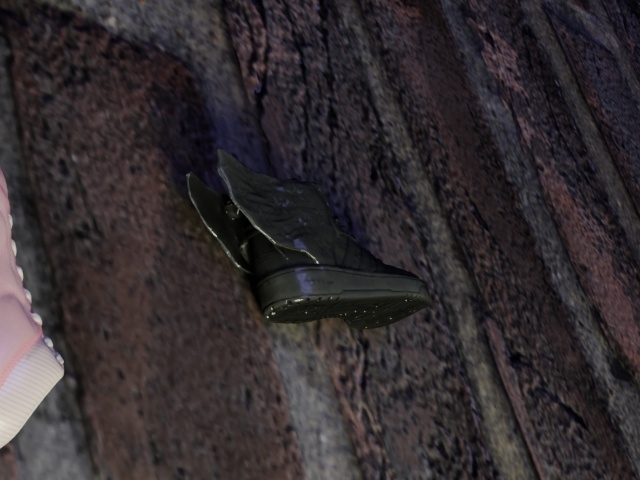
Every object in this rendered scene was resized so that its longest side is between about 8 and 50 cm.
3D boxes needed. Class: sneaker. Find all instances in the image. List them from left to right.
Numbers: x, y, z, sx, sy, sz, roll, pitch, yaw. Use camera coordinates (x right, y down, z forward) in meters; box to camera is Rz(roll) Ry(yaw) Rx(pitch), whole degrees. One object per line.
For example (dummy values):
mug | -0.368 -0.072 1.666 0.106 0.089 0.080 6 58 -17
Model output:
sneaker | -0.138 0.028 0.597 0.070 0.051 0.134 39 35 -32
sneaker | -0.002 0.001 0.839 0.170 0.051 0.089 5 60 -52
